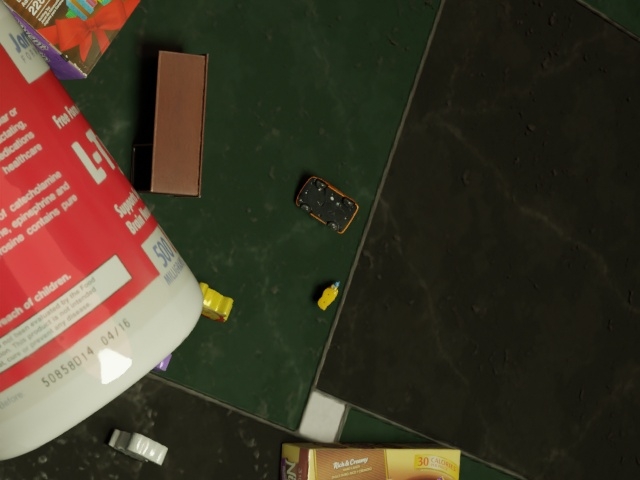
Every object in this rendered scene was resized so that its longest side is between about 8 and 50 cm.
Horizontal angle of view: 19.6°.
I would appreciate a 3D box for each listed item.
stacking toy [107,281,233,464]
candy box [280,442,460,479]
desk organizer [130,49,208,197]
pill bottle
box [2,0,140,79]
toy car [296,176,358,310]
[{"bbox_3d":[-0.195,0.081,1.639,0.221,0.052,0.167,33,72,-29],"label":"stacking toy"},{"bbox_3d":[0.047,0.254,1.809,0.186,0.053,0.109,5,89,-36],"label":"candy box"},{"bbox_3d":[-0.137,-0.105,1.671,0.050,0.047,0.130,4,90,-33],"label":"desk organizer"},{"bbox_3d":[-0.290,-0.050,1.437,0.229,0.229,0.408,-40,102,-27],"label":"pill bottle"},{"bbox_3d":[-0.206,-0.314,1.607,0.201,0.057,0.293,42,69,-28],"label":"box"},{"bbox_3d":[0.000,0.000,1.788,0.040,0.060,0.122,-36,141,-75],"label":"toy car"}]
